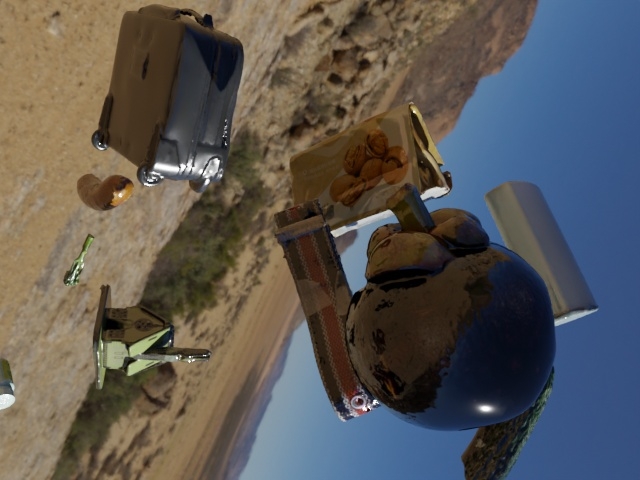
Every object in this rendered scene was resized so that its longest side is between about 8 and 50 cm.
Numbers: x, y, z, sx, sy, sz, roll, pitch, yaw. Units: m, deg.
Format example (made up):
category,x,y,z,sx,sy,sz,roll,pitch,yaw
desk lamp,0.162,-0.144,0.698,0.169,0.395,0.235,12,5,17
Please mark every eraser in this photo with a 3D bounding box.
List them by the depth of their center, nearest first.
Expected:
category,x,y,z,sx,sy,sz,roll,pitch,yaw
eraser,0.451,0.027,1.230,0.189,0.290,0.104,3,151,-46

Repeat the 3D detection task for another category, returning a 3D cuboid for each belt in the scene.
category,x,y,z,sx,sy,sz,roll,pitch,yaw
belt,0.014,0.102,0.957,0.126,0.094,0.359,70,1,-64

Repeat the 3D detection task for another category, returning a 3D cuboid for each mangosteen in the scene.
category,x,y,z,sx,sy,sz,roll,pitch,yaw
mangosteen,0.146,0.075,0.747,0.275,0.275,0.302,-61,133,-82

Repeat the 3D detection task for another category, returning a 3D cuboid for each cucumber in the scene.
category,x,y,z,sx,sy,sz,roll,pitch,yaw
cucumber,0.301,0.291,0.957,0.241,0.074,0.074,-56,178,-7

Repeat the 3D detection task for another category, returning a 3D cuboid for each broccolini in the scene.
category,x,y,z,sx,sy,sz,roll,pitch,yaw
broccolini,-0.495,0.038,1.239,0.140,0.030,0.035,-57,-140,26

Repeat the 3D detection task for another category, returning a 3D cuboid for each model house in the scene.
category,x,y,z,sx,sy,sz,roll,pitch,yaw
model house,-0.419,0.243,1.525,0.218,0.279,0.204,-104,-158,-49

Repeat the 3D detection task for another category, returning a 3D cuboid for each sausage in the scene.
category,x,y,z,sx,sy,sz,roll,pitch,yaw
sausage,-0.594,-0.130,1.636,0.302,0.076,0.102,10,-97,52

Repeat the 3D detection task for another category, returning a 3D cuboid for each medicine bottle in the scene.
category,x,y,z,sx,sy,sz,roll,pitch,yaw
medicine bottle,-0.561,0.248,1.049,0.047,0.083,0.047,-23,142,-19

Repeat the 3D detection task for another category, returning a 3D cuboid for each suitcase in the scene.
category,x,y,z,sx,sy,sz,roll,pitch,yaw
suitcase,-0.307,-0.296,1.211,0.345,0.188,0.339,32,-67,49

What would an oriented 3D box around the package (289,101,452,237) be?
category,x,y,z,sx,sy,sz,roll,pitch,yaw
package,0.106,-0.120,1.275,0.311,0.165,0.221,-21,-114,33
